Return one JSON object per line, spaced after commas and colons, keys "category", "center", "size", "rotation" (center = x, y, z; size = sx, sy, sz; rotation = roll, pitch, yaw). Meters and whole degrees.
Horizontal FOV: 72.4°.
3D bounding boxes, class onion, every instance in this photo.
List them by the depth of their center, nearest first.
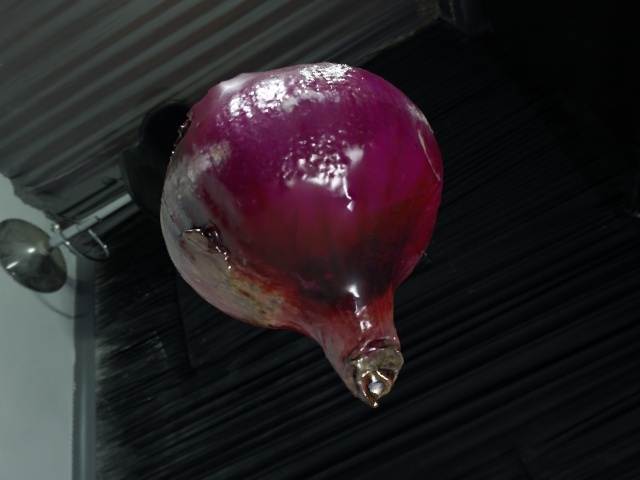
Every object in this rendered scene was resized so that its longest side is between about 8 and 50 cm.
{"category": "onion", "center": [0.000, 0.000, 0.513], "size": [0.385, 0.347, 0.348], "rotation": [66, 8, 29]}
